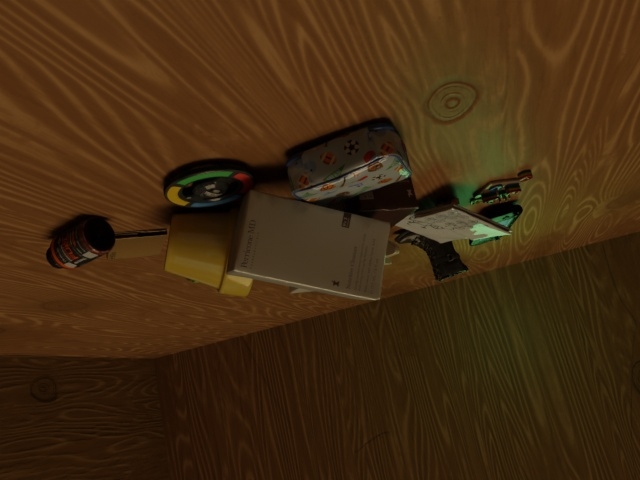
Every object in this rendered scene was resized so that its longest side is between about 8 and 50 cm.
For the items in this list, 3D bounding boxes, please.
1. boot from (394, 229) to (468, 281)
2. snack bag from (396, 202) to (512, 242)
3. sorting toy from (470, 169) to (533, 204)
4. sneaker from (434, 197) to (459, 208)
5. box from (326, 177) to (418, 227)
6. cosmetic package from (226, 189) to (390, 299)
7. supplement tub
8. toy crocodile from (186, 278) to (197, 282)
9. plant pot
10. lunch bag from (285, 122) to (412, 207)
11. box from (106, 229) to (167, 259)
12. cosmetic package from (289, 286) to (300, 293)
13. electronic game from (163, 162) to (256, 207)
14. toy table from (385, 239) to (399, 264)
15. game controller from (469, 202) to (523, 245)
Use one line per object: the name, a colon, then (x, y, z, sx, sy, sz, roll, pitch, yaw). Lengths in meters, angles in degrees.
boot: (0.444, 0.054, 2.340, 0.263, 0.228, 0.091, -10, 164, -8)
snack bag: (0.446, -0.050, 2.089, 0.323, 0.037, 0.343, 17, 163, -35)
sorting toy: (0.623, -0.165, 2.057, 0.132, 0.046, 0.274, -8, 164, -15)
sneaker: (0.458, -0.104, 2.102, 0.083, 0.084, 0.215, -3, 164, 15)
box: (0.109, -0.083, 1.778, 0.191, 0.143, 0.381, -4, 164, -26)
cosmetic package: (-0.033, 0.020, 1.524, 0.385, 0.217, 0.156, 11, 172, -17)
supplement tub: (-0.652, 0.015, 1.577, 0.198, 0.106, 0.106, -23, 162, 31)
toy crocodile: (-0.368, 0.067, 2.021, 0.115, 0.105, 0.340, -1, 156, -36)
plant pot: (-0.310, 0.022, 1.655, 0.239, 0.253, 0.254, 8, 159, -15)
lunch bag: (0.069, -0.176, 1.467, 0.303, 0.114, 0.243, -17, 167, 16)
box: (-0.565, 0.014, 1.796, 0.165, 0.021, 0.201, -6, 163, -24)
cosmetic package: (-0.025, 0.115, 2.334, 0.184, 0.151, 0.151, -2, 162, -31)
electronic game: (-0.275, -0.133, 1.462, 0.229, 0.048, 0.229, -11, 164, -3)
toy table: (0.158, 0.005, 2.081, 0.252, 0.160, 0.274, 0, 161, -38)
game controller: (0.711, -0.056, 2.400, 0.167, 0.067, 0.319, -25, 160, -9)
